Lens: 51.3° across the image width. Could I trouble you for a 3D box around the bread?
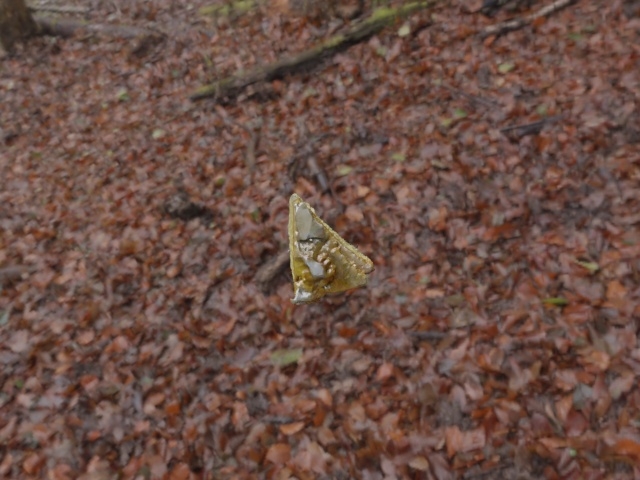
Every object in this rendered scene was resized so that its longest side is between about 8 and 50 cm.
[{"bbox_3d":[0.000,0.000,0.968,0.127,0.152,0.147,-15,15,-2],"label":"bread"}]
